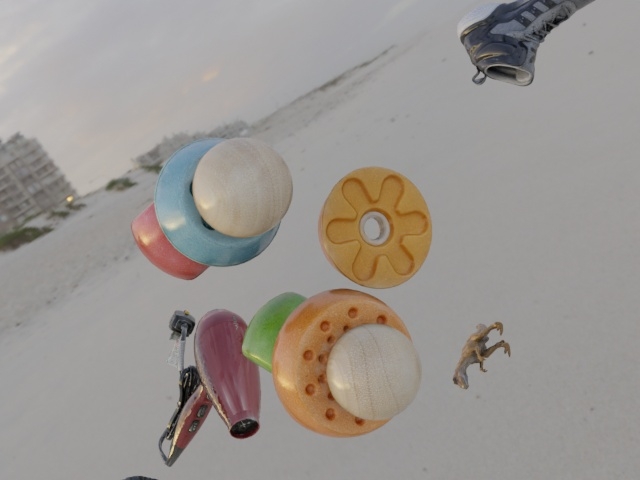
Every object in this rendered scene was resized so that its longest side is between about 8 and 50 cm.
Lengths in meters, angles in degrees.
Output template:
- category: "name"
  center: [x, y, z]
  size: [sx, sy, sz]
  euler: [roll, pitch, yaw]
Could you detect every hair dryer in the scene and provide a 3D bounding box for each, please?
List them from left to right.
- category: "hair dryer"
  center: [-0.143, 0.203, 0.882]
  size: [0.080, 0.223, 0.293]
  euler: [5, -7, -26]

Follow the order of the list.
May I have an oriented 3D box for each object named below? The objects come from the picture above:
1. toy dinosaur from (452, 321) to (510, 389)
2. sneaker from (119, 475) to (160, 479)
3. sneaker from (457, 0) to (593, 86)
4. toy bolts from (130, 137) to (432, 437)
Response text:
- category: "toy dinosaur"
  center: [0.296, 0.186, 1.225]
  size: [0.112, 0.064, 0.211]
  euler: [-25, 12, 39]
- category: "sneaker"
  center: [-0.182, 0.374, 0.721]
  size: [0.124, 0.283, 0.107]
  euler: [-21, 32, 8]
- category: "sneaker"
  center: [0.378, -0.360, 1.146]
  size: [0.269, 0.153, 0.101]
  euler: [-17, -23, 28]
- category: "toy bolts"
  center: [0.000, 0.000, 0.461]
  size: [0.218, 0.228, 0.158]
  euler: [-54, 15, -18]
